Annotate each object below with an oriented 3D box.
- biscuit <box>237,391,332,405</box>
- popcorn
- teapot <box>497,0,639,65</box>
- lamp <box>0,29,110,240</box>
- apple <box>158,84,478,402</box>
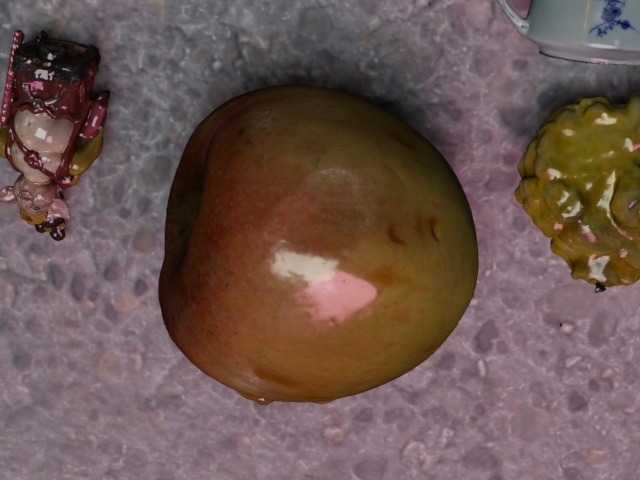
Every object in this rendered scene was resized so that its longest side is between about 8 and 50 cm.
[{"bbox_3d":[-0.004,0.104,1.913,0.249,0.035,0.184,-22,111,15],"label":"biscuit"},{"bbox_3d":[0.317,-0.056,1.729,0.189,0.169,0.218,-35,113,21],"label":"popcorn"},{"bbox_3d":[0.284,-0.258,1.657,0.232,0.159,0.159,2,116,-6],"label":"teapot"},{"bbox_3d":[-0.306,-0.102,1.810,0.118,0.118,0.253,14,114,0],"label":"lamp"},{"bbox_3d":[0.000,0.000,1.708,0.305,0.338,0.338,10,117,-17],"label":"apple"}]
